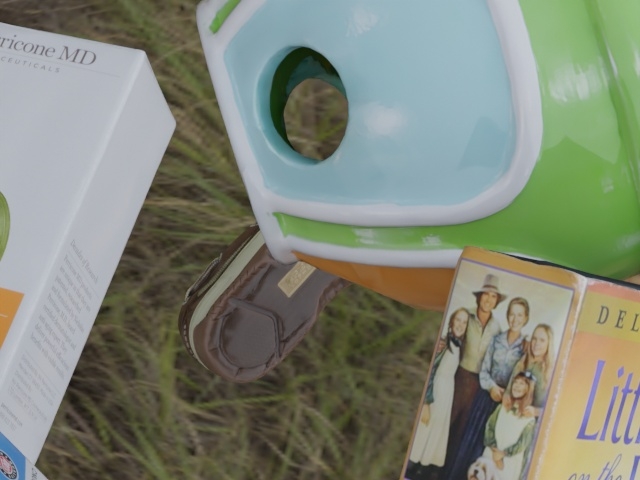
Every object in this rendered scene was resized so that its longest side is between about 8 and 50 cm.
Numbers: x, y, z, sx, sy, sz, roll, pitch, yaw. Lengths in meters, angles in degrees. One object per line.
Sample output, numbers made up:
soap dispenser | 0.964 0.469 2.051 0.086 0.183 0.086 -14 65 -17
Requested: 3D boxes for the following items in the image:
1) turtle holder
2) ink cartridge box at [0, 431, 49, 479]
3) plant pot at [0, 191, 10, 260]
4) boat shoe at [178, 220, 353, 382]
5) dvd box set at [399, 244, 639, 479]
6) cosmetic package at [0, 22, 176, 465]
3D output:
turtle holder | 0.057 -0.115 0.739 0.227 0.243 0.320 -18 114 4
ink cartridge box | -0.225 0.311 1.218 0.129 0.223 0.307 -38 112 6
plant pot | -0.287 -0.011 1.151 0.079 0.083 0.083 20 80 -45
boat shoe | -0.004 -0.006 1.134 0.257 0.095 0.095 -38 111 -16
dvd box set | 0.104 0.226 0.649 0.307 0.062 0.420 12 93 -53
cosmetic package | -0.351 -0.002 1.694 0.161 0.230 0.453 73 32 -61
